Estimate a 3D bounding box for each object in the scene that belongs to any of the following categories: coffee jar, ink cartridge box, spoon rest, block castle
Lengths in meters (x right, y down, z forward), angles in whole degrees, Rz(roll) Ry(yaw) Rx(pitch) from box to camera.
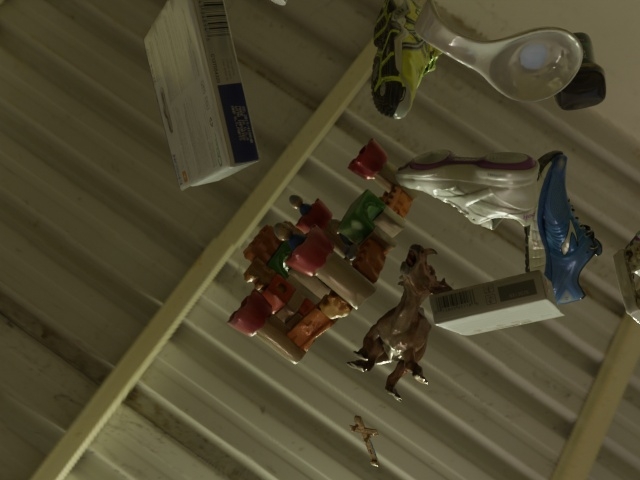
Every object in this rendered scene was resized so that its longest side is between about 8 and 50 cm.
[{"bbox_3d":[0.486,-0.324,1.280,0.096,0.079,0.184,-9,-140,16],"label":"coffee jar"},{"bbox_3d":[-0.227,-0.273,1.233,0.071,0.330,0.324,-15,-86,-25],"label":"ink cartridge box"},{"bbox_3d":[0.242,0.088,0.894,0.145,0.179,0.045,-16,-107,23],"label":"ink cartridge box"},{"bbox_3d":[0.284,-0.297,1.055,0.276,0.137,0.084,14,-136,-13],"label":"spoon rest"},{"bbox_3d":[0.000,0.000,1.357,0.213,0.303,0.453,39,-142,-6],"label":"block castle"}]

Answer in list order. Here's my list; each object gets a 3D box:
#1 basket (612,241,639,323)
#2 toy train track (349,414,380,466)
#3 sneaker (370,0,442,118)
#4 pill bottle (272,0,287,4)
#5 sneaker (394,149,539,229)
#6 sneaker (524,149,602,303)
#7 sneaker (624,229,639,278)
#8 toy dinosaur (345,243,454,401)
[{"bbox_3d":[0.482,0.069,0.864,0.167,0.103,0.113,31,-140,-18],"label":"basket"},{"bbox_3d":[0.062,0.279,0.919,0.014,0.048,0.083,-39,-65,-43],"label":"toy train track"},{"bbox_3d":[0.197,-0.408,1.448,0.147,0.145,0.385,15,-128,-9],"label":"sneaker"},{"bbox_3d":[-0.050,-0.395,0.992,0.043,0.043,0.083,22,-91,2],"label":"pill bottle"},{"bbox_3d":[0.269,-0.092,1.273,0.114,0.305,0.152,-33,-60,-36],"label":"sneaker"},{"bbox_3d":[0.497,-0.023,1.373,0.147,0.130,0.330,-3,-73,12],"label":"sneaker"},{"bbox_3d":[0.498,0.037,1.001,0.098,0.038,0.069,45,-75,17],"label":"sneaker"},{"bbox_3d":[0.152,0.149,1.145,0.127,0.296,0.200,29,-115,9],"label":"toy dinosaur"}]
